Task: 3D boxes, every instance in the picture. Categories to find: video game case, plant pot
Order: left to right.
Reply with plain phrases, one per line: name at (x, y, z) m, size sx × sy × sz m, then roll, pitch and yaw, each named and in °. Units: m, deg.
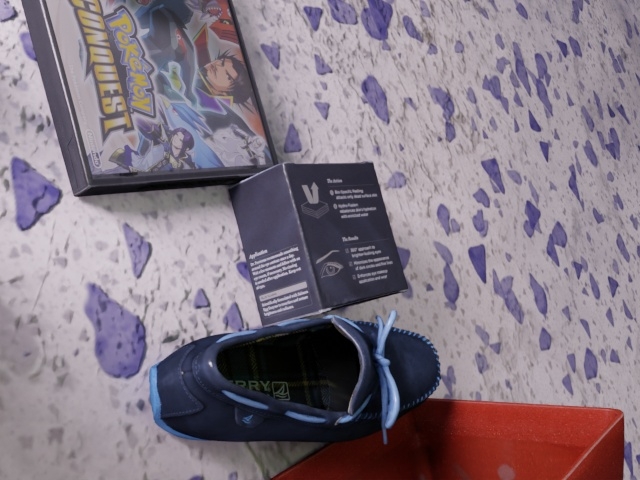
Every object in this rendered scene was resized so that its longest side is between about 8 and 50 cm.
video game case at (-0.168, -0.186, 0.744) m, size 0.248 × 0.035 × 0.275 m, roll -10°, pitch 82°, yaw -50°
plant pot at (0.145, 0.316, 0.731) m, size 0.267 × 0.267 × 0.236 m, roll -13°, pitch 95°, yaw -50°

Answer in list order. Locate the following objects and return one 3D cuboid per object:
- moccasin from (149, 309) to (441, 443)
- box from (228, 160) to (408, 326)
moccasin at (0.010, 0.139, 0.710) m, size 0.342 × 0.117 × 0.138 m, roll -3°, pitch 68°, yaw -42°
box at (0.000, 0.000, 0.810) m, size 0.156 × 0.093 × 0.158 m, roll -7°, pitch 81°, yaw -49°
